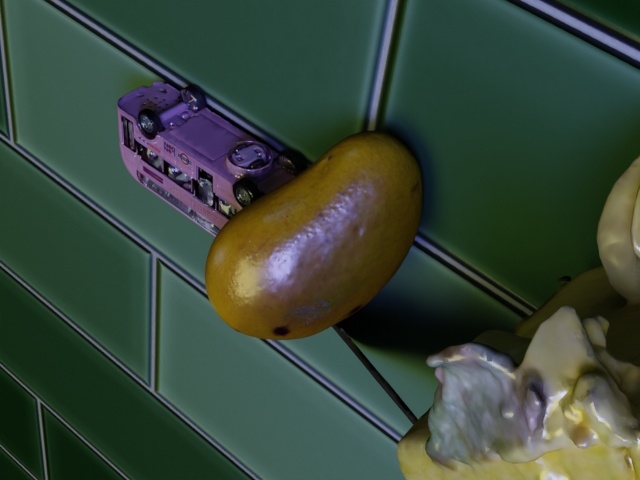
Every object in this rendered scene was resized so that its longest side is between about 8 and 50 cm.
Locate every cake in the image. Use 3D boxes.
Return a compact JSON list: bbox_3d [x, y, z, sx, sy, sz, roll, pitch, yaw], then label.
[{"bbox_3d":[0.193,0.106,0.576,0.222,0.227,0.286,-22,103,52],"label":"cake"}]

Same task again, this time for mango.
[{"bbox_3d":[0.001,0.003,0.778,0.115,0.178,0.090,52,-177,-37],"label":"mango"}]

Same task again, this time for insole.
[{"bbox_3d":[0.050,0.108,0.783,0.111,0.007,0.328,53,177,-25],"label":"insole"}]

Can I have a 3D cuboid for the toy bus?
[{"bbox_3d":[-0.082,-0.054,0.889,0.203,0.063,0.090,34,140,28],"label":"toy bus"}]
